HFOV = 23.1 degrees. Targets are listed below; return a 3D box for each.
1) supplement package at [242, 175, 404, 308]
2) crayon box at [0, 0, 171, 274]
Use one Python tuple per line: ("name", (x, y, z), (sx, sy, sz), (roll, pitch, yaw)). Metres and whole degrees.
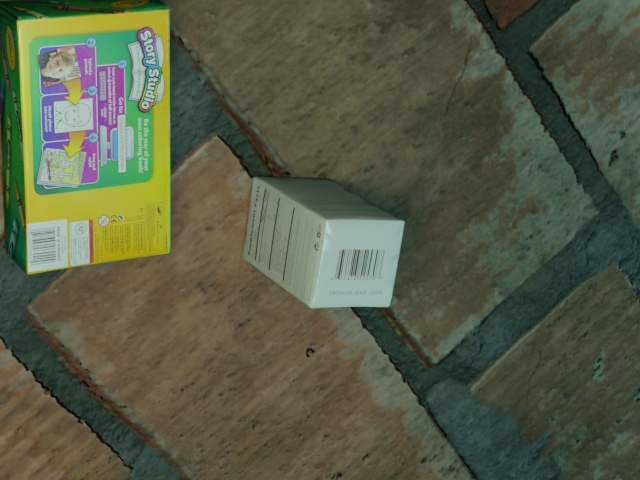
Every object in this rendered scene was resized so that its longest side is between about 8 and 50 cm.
("supplement package", (0.000, 0.000, 1.779), (0.105, 0.179, 0.105), (0, 108, -29))
("crayon box", (-0.248, -0.114, 1.658), (0.165, 0.081, 0.278), (-8, 112, -27))
